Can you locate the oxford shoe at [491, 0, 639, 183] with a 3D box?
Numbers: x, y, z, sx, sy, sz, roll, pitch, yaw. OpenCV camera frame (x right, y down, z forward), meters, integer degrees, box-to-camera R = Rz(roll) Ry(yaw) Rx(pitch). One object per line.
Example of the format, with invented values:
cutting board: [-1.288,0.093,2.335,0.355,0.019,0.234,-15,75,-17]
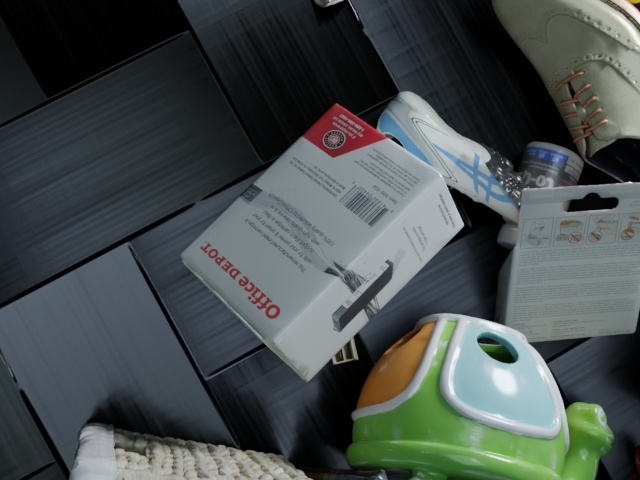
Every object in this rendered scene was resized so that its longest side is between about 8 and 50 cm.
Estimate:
oxford shoe: [0.356,-0.189,1.289,0.397,0.140,0.146,42,58,-2]

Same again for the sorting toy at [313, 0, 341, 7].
sorting toy: [0.020,-0.345,1.328,0.075,0.045,0.083,-21,89,-15]

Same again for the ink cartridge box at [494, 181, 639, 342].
ink cartridge box: [0.317,0.021,1.279,0.181,0.056,0.224,-4,118,-7]

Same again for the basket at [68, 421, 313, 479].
basket: [-0.159,0.383,1.115,0.267,0.328,0.331,7,85,-11]

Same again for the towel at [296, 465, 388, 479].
towel: [0.077,0.436,1.170,0.040,0.271,0.370,-19,88,-25]

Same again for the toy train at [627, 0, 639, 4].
toy train: [0.384,-0.299,1.371,0.125,0.046,0.166,-36,96,7]

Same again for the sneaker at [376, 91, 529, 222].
sneaker: [0.170,-0.093,1.292,0.237,0.085,0.086,40,114,18]

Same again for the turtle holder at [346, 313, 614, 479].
turtle holder: [0.198,0.219,1.211,0.320,0.243,0.227,8,69,7]

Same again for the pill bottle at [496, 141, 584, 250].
pill bottle: [0.280,-0.051,1.321,0.078,0.078,0.137,22,83,-5]

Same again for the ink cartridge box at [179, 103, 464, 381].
ink cartridge box: [0.000,0.000,1.217,0.273,0.114,0.197,-44,52,-9]

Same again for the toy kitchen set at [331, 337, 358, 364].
toy kitchen set: [0.044,0.112,1.276,0.068,0.083,0.075,-12,88,-7]

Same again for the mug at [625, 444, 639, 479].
mug: [0.434,0.340,1.267,0.113,0.169,0.150,-44,93,-7]
